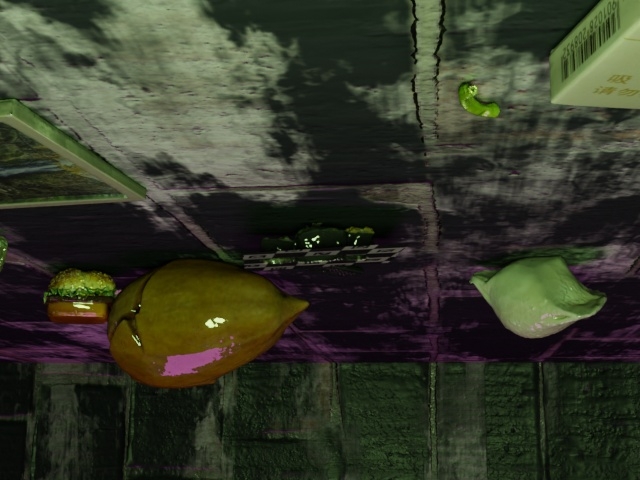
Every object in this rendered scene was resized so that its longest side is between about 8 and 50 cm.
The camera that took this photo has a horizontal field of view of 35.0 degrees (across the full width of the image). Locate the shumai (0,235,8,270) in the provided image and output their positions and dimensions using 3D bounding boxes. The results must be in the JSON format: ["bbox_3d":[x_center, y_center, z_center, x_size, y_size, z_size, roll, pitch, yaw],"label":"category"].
[{"bbox_3d":[-0.498,0.017,1.438,0.083,0.082,0.080,-30,155,20],"label":"shumai"}]

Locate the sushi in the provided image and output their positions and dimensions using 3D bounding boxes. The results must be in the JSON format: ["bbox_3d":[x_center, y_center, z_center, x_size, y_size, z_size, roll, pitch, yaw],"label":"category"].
[{"bbox_3d":[0.000,0.000,1.380,0.215,0.051,0.192,-4,171,-5],"label":"sushi"}]

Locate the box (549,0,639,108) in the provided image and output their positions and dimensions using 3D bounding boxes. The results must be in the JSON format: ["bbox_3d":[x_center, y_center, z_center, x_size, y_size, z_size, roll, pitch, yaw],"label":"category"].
[{"bbox_3d":[0.305,-0.160,0.635,0.204,0.051,0.365,3,167,-8],"label":"box"}]

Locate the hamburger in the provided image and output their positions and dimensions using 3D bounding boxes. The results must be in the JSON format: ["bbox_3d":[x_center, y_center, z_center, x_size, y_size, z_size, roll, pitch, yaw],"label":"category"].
[{"bbox_3d":[-0.408,0.096,1.749,0.137,0.087,0.166,3,169,-15],"label":"hamburger"}]

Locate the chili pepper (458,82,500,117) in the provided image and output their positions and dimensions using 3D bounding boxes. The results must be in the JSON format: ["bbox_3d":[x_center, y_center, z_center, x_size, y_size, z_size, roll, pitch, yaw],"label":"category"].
[{"bbox_3d":[0.138,-0.124,0.892,0.030,0.017,0.083,-8,168,30],"label":"chili pepper"}]

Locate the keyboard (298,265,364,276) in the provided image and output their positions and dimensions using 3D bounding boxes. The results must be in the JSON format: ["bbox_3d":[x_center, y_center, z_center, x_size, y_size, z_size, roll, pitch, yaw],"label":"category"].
[{"bbox_3d":[-0.022,0.040,1.652,0.202,0.011,0.067,12,164,-40],"label":"keyboard"}]

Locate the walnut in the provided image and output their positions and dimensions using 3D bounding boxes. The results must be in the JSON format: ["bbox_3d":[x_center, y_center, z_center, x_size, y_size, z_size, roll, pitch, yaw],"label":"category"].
[{"bbox_3d":[-0.183,0.125,1.637,0.336,0.209,0.209,-10,167,5],"label":"walnut"}]

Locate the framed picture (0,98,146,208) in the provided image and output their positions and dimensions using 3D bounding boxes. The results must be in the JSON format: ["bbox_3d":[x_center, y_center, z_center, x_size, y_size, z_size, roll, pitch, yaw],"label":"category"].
[{"bbox_3d":[-0.357,-0.083,1.094,0.240,0.020,0.324,-3,167,11],"label":"framed picture"}]

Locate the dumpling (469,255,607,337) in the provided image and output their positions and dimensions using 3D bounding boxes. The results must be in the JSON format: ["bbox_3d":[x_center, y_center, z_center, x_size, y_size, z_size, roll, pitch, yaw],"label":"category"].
[{"bbox_3d":[0.357,0.083,1.596,0.166,0.126,0.216,-10,173,-36],"label":"dumpling"}]
